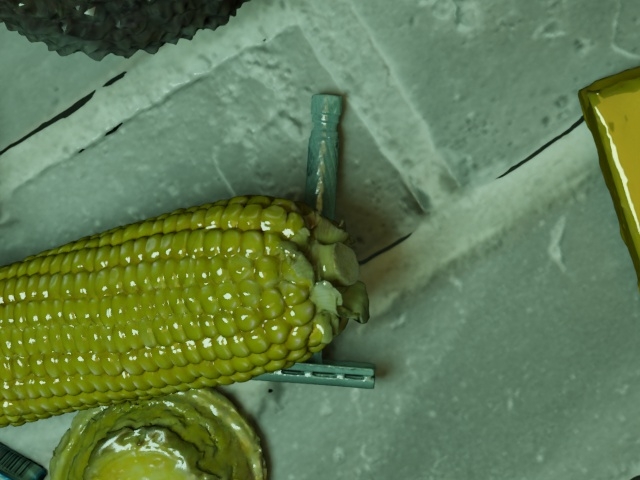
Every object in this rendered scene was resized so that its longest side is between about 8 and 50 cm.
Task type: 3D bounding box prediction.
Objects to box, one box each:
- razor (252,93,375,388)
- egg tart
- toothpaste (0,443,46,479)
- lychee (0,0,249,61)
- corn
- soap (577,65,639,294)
[{"bbox_3d":[0.000,0.000,1.342,0.106,0.068,0.232,5,89,2],"label":"razor"},{"bbox_3d":[-0.134,0.204,1.358,0.191,0.074,0.191,0,98,3],"label":"egg tart"},{"bbox_3d":[-0.353,0.148,1.370,0.267,0.065,0.050,30,101,0],"label":"toothpaste"},{"bbox_3d":[-0.157,-0.274,1.215,0.300,0.300,0.300,0,96,4],"label":"lychee"},{"bbox_3d":[-0.153,0.056,1.281,0.387,0.144,0.143,-11,95,21],"label":"corn"},{"bbox_3d":[0.380,-0.073,1.285,0.325,0.096,0.204,-19,94,5],"label":"soap"}]
